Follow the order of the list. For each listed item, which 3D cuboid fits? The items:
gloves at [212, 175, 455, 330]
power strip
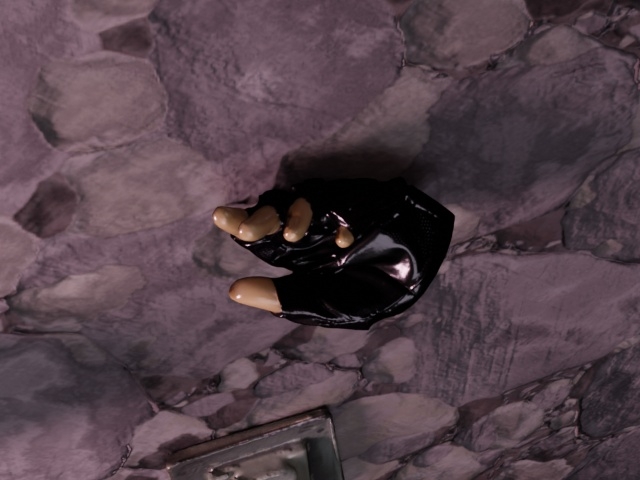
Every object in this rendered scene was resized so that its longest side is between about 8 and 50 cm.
[{"bbox_3d":[0.000,0.000,1.351,0.203,0.124,0.164,27,105,-23],"label":"gloves"},{"bbox_3d":[-0.066,0.286,1.768,0.198,0.064,0.213,-18,146,-6],"label":"power strip"}]
